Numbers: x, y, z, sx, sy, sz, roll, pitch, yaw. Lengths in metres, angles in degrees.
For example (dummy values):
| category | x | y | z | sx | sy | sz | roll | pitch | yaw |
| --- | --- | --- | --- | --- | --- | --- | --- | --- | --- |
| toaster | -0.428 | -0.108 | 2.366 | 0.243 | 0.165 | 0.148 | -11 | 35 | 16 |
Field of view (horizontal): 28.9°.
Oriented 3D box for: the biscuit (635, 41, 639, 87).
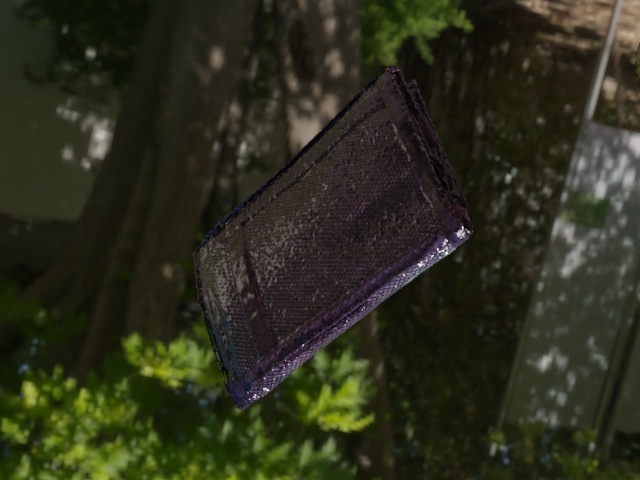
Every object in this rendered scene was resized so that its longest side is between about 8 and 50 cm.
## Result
| category | x | y | z | sx | sy | sz | roll | pitch | yaw |
| --- | --- | --- | --- | --- | --- | --- | --- | --- | --- |
| biscuit | 0.357 | -0.209 | 1.085 | 0.042 | 0.226 | 0.226 | 31 | 180 | -16 |

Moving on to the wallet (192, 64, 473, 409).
| category | x | y | z | sx | sy | sz | roll | pitch | yaw |
| --- | --- | --- | --- | --- | --- | --- | --- | --- | --- |
| wallet | -0.001 | 0.000 | 0.635 | 0.030 | 0.166 | 0.111 | 25 | -145 | -39 |
